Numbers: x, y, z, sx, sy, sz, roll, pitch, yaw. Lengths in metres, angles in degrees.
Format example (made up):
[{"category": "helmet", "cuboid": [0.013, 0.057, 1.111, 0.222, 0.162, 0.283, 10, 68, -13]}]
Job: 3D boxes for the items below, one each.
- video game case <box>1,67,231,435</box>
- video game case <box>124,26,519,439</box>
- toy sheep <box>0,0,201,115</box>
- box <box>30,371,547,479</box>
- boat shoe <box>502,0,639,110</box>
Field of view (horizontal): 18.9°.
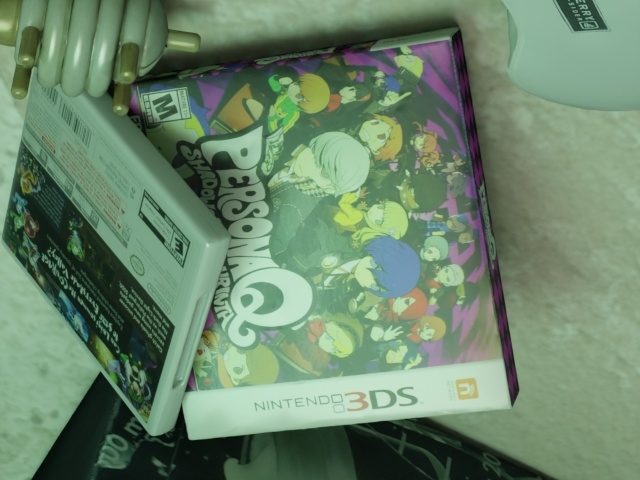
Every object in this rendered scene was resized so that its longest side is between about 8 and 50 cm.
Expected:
[{"category": "video game case", "cuboid": [-0.132, -0.001, 1.194, 0.190, 0.022, 0.173, 48, 138, 29]}, {"category": "video game case", "cuboid": [0.000, 0.000, 1.171, 0.210, 0.042, 0.232, -7, 102, 15]}, {"category": "toy sheep", "cuboid": [-0.136, -0.123, 1.128, 0.132, 0.091, 0.091, 11, 132, -12]}, {"category": "box", "cuboid": [-0.006, 0.367, 1.259, 0.472, 0.480, 0.297, 25, 129, -10]}, {"category": "boat shoe", "cuboid": [0.137, -0.154, 1.008, 0.108, 0.102, 0.301, -1, 163, 21]}]
